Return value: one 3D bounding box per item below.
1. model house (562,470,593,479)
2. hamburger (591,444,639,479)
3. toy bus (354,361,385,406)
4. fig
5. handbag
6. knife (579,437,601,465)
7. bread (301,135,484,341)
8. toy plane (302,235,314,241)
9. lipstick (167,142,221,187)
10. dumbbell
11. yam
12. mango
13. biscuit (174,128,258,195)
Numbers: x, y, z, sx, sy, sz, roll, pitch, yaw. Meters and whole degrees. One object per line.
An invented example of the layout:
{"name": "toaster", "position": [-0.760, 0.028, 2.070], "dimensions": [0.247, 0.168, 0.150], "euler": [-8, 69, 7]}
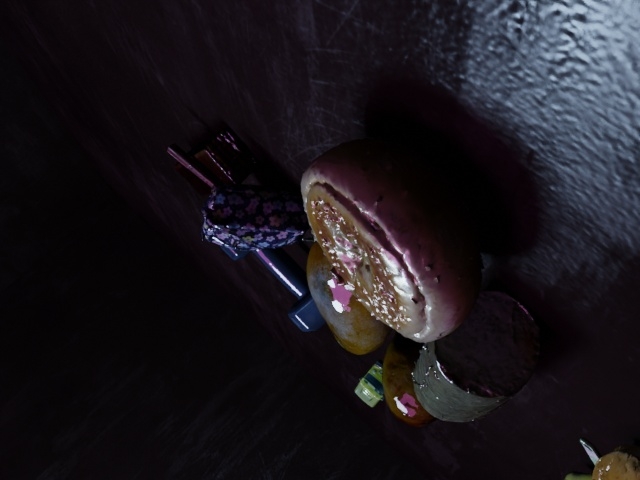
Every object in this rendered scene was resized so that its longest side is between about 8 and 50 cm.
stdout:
{"name": "model house", "position": [0.526, 0.543, 1.230], "dimensions": [0.234, 0.175, 0.193], "euler": [45, 155, 3]}
{"name": "hamburger", "position": [0.473, 0.365, 1.031], "dimensions": [0.131, 0.124, 0.262], "euler": [42, 164, 11]}
{"name": "toy bus", "position": [0.159, 0.419, 2.041], "dimensions": [0.088, 0.101, 0.175], "euler": [42, 163, 12]}
{"name": "fig", "position": [0.192, 0.210, 1.371], "dimensions": [0.190, 0.190, 0.290], "euler": [119, 143, -74]}
{"name": "handbag", "position": [-0.131, -0.043, 1.455], "dimensions": [0.228, 0.127, 0.208], "euler": [3, 170, -11]}
{"name": "knife", "position": [0.521, 0.427, 1.281], "dimensions": [0.207, 0.014, 0.030], "euler": [53, 163, -22]}
{"name": "bread", "position": [0.099, -0.008, 0.942], "dimensions": [0.305, 0.158, 0.305], "euler": [44, 161, 19]}
{"name": "toy plane", "position": [0.000, 0.003, 1.457], "dimensions": [0.080, 0.033, 0.083], "euler": [7, -161, -10]}
{"name": "lipstick", "position": [-0.258, -0.146, 1.512], "dimensions": [0.176, 0.027, 0.027], "euler": [40, 164, 11]}
{"name": "dumbbell", "position": [-0.087, 0.064, 1.667], "dimensions": [0.325, 0.160, 0.144], "euler": [46, 134, -2]}
{"name": "yam", "position": [0.238, 0.195, 1.124], "dimensions": [0.168, 0.168, 0.304], "euler": [40, 165, 17]}
{"name": "mango", "position": [0.056, 0.104, 1.305], "dimensions": [0.193, 0.146, 0.316], "euler": [48, 151, 38]}
{"name": "biscuit", "position": [-0.244, -0.170, 1.597], "dimensions": [0.107, 0.073, 0.388], "euler": [47, 164, -15]}
